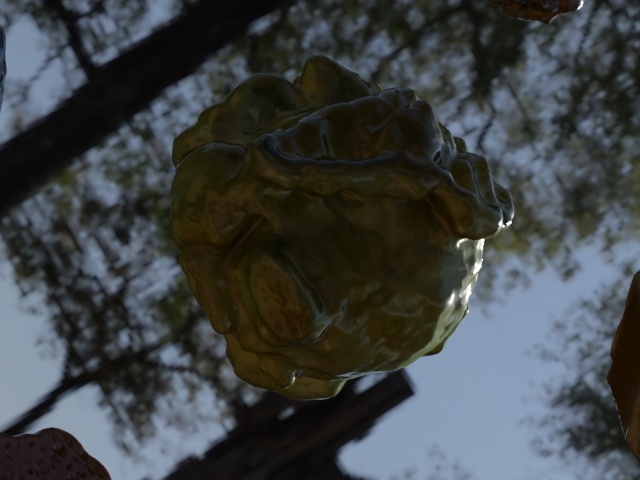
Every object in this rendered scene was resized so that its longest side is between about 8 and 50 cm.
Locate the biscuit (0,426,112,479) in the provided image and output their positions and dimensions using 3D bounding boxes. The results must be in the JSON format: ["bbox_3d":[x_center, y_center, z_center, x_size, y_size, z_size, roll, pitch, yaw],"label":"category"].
[{"bbox_3d":[-0.272,0.213,1.111,0.047,0.333,0.202,-32,-120,33],"label":"biscuit"}]

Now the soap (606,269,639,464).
[{"bbox_3d":[0.287,0.098,0.945,0.073,0.232,0.140,-96,-166,-63],"label":"soap"}]

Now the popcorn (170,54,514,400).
[{"bbox_3d":[0.003,-0.016,1.418,0.312,0.312,0.312,48,-24,29],"label":"popcorn"}]

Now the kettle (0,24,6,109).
[{"bbox_3d":[-0.388,-0.104,1.179,0.319,0.342,0.247,48,1,23],"label":"kettle"}]

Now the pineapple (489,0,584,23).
[{"bbox_3d":[0.229,-0.342,1.755,0.166,0.166,0.193,33,-25,49],"label":"pineapple"}]
